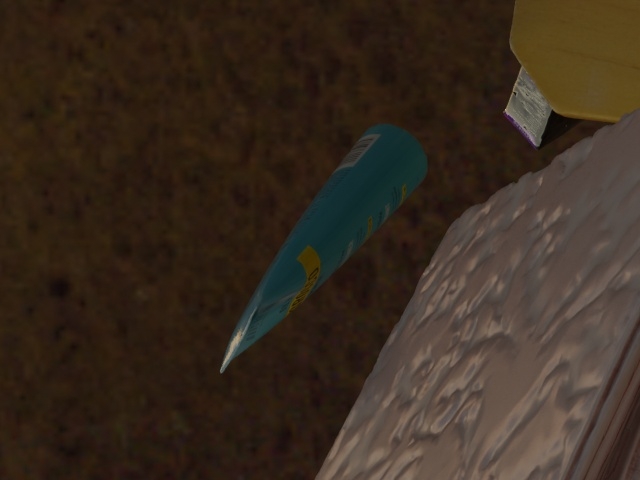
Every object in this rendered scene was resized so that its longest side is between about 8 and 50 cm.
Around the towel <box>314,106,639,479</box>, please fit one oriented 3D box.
[{"bbox_3d":[0.081,0.087,0.786,0.317,0.053,0.332,-61,10,-22],"label":"towel"}]

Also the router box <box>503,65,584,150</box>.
[{"bbox_3d":[0.228,-0.156,1.248,0.046,0.179,0.133,51,161,17],"label":"router box"}]

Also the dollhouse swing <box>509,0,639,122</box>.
[{"bbox_3d":[0.344,-0.201,1.118,0.305,0.315,0.347,9,92,35],"label":"dollhouse swing"}]

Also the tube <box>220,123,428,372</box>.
[{"bbox_3d":[0.000,0.000,1.079,0.052,0.207,0.080,33,140,9],"label":"tube"}]
